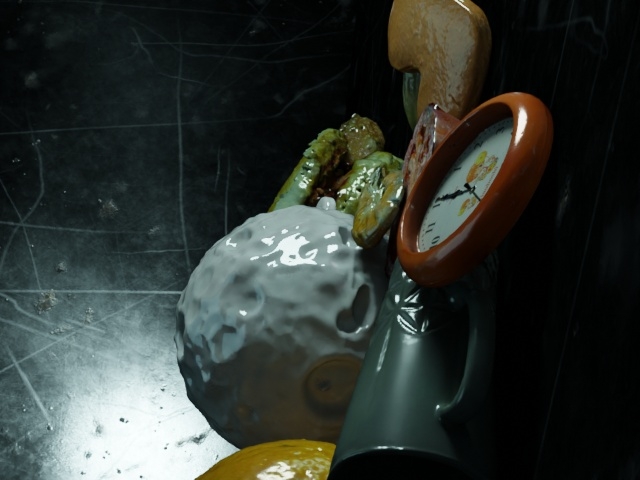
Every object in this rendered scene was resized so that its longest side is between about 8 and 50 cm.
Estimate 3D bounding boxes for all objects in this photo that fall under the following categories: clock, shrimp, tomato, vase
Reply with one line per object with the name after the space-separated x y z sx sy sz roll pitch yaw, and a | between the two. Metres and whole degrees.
0.144 -0.047 1.337 0.205 0.051 0.205 -48 20 24 | clock
0.074 -0.049 1.726 0.101 0.042 0.190 -54 12 20 | shrimp
0.138 -0.049 1.662 0.225 0.085 0.225 -169 90 -88 | tomato
0.109 0.123 1.371 0.251 0.156 0.301 123 163 -52 | vase

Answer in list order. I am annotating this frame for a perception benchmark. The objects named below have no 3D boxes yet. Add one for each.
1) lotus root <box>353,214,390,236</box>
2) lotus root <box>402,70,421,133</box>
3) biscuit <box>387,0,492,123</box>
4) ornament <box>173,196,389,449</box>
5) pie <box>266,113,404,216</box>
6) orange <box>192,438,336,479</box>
0.050 0.089 2.071 0.193 0.193 0.291 -86 5 -47 | lotus root
0.151 -0.215 1.843 0.089 0.080 0.179 30 118 53 | lotus root
0.134 -0.222 1.763 0.192 0.036 0.186 48 133 44 | biscuit
-0.017 0.124 1.814 0.337 0.337 0.337 -172 90 -87 | ornament
-0.013 0.022 2.286 0.418 0.180 0.395 -63 -5 16 | pie
-0.017 0.377 1.523 0.340 0.293 0.341 -9 -90 -81 | orange
